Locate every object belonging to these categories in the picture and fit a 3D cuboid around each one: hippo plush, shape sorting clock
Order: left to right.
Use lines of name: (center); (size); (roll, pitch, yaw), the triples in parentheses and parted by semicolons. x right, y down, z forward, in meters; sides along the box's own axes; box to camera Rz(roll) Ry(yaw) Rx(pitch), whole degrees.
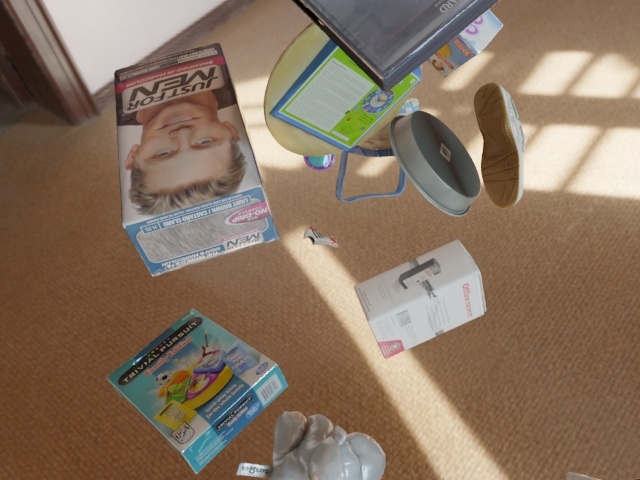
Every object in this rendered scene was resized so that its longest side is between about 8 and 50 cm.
hippo plush: (0.002, 0.461, 1.329); (0.294, 0.236, 0.234); (11, 54, -36)
shape sorting clock: (0.028, -0.180, 0.709); (0.206, 0.206, 0.040); (-23, 59, -8)

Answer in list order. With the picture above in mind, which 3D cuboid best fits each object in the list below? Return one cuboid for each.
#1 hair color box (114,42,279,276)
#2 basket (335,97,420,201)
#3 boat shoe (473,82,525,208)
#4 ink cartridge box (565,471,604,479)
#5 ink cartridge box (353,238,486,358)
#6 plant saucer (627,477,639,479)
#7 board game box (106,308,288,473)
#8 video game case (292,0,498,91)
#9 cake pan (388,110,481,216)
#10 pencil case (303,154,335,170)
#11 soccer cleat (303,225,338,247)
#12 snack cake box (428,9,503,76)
hair color box: (-0.183, -0.130, 0.860); (0.174, 0.105, 0.347); (-17, 49, -4)
basket: (0.156, -0.255, 1.686); (0.255, 0.289, 0.201); (-10, 20, -42)
boat shoe: (0.413, -0.209, 1.356); (0.096, 0.277, 0.098); (-3, -4, -43)
ink cartridge box: (0.511, 0.588, 1.038); (0.223, 0.129, 0.307); (23, 74, -8)
ink cartridge box: (0.190, 0.113, 1.157); (0.218, 0.158, 0.092); (-23, 50, 1)
plant saucer: (0.294, 0.288, 0.508); (0.311, 0.310, 0.050); (-19, 88, -5)
board game box: (-0.276, 0.308, 1.341); (0.254, 0.079, 0.336); (-40, 40, -26)
video game case: (0.037, -0.263, 0.467); (0.196, 0.026, 0.274); (-39, 67, -1)
cake pan: (0.284, -0.195, 1.477); (0.054, 0.293, 0.293); (-37, 37, 36)
pencil case: (-0.008, -0.195, 1.295); (0.070, 0.064, 0.151); (28, 14, -13)
soccer cleat: (0.000, 0.000, 1.381); (0.083, 0.029, 0.035); (29, 66, -8)
snack cake box: (0.212, -0.464, 1.215); (0.264, 0.152, 0.089); (43, 77, -8)
